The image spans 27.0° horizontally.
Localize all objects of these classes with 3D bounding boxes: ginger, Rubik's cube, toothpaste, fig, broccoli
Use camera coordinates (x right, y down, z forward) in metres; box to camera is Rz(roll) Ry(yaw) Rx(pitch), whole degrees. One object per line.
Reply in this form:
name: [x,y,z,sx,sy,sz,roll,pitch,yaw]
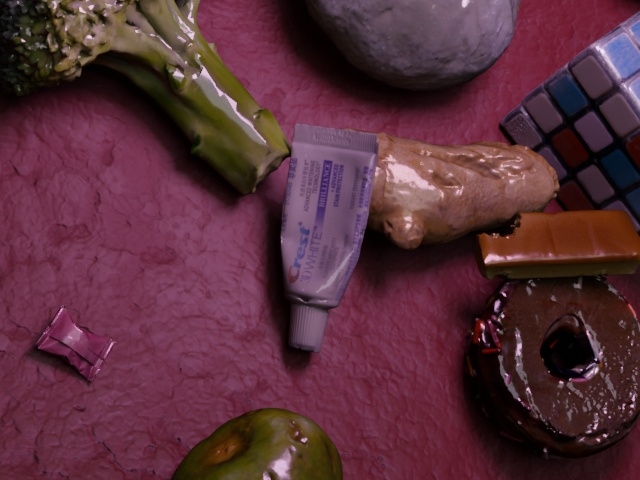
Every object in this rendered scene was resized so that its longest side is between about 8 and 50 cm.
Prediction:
ginger: [0.154,-0.069,1.754,0.354,0.126,0.190,-3,48,-21]
Rubik's cube: [0.456,-0.172,1.840,0.259,0.253,0.256,-35,89,-29]
toothpaste: [0.002,0.000,1.660,0.099,0.068,0.282,7,95,-17]
fig: [-0.042,0.337,1.534,0.206,0.206,0.275,-40,113,-27]
broccoli: [-0.226,-0.231,1.636,0.353,0.275,0.397,-10,98,-7]

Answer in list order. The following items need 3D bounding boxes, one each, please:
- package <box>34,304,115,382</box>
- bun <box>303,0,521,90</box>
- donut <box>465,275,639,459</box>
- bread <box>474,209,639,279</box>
package: [-0.288,0.122,1.571,0.083,0.029,0.059,37,67,-17]
bun: [0.126,-0.384,1.799,0.362,0.211,0.362,8,69,-20]
donut: [0.313,0.160,1.759,0.269,0.103,0.270,8,68,-20]
bread: [0.306,0.006,1.742,0.226,0.049,0.088,-1,51,-14]
